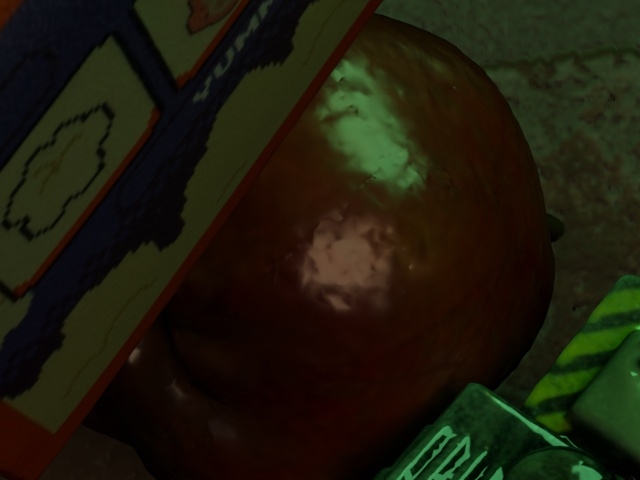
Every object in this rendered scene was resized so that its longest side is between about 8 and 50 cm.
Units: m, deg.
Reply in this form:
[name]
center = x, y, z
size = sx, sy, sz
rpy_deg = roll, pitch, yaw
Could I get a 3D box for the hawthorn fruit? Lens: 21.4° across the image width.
[hawthorn fruit]
center = 0.000, 0.000, 0.725
size = 0.260, 0.224, 0.224
rpy_deg = -11, 99, -42

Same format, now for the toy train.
[toy train]
center = 0.111, 0.136, 0.737
size = 0.138, 0.330, 0.178
rpy_deg = 34, 70, 19

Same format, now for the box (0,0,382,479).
[box]
center = -0.164, -0.159, 0.527
size = 0.348, 0.257, 0.319
rpy_deg = 34, 82, 15
